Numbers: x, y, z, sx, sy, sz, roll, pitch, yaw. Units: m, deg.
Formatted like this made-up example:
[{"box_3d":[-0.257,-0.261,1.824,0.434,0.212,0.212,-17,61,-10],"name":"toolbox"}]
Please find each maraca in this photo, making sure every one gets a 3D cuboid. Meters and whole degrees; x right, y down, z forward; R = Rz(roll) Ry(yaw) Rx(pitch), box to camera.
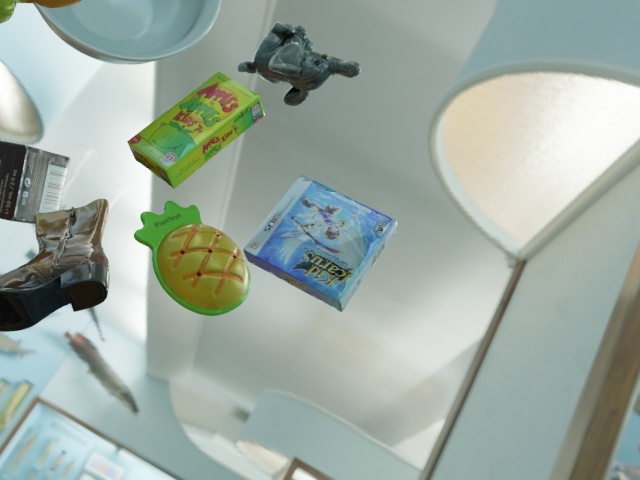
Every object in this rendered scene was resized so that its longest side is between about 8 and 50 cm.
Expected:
[{"box_3d":[-0.173,0.023,1.136,0.185,0.127,0.099,51,-40,14],"name":"maraca"}]

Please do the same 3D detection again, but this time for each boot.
[{"box_3d":[-0.509,0.024,1.492,0.280,0.264,0.096,-112,-174,-51],"name":"boot"}]

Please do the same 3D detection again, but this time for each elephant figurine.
[{"box_3d":[-0.052,-0.407,1.970,0.169,0.186,0.239,13,30,-36],"name":"elephant figurine"}]

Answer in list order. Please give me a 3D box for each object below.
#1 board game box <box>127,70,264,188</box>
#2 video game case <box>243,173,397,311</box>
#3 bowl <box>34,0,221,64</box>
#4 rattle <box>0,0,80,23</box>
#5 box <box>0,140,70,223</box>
[{"box_3d":[-0.180,-0.164,1.215,0.092,0.181,0.043,35,-24,30],"name":"board game box"},{"box_3d":[0.000,0.000,1.928,0.269,0.244,0.061,27,-23,21],"name":"video game case"},{"box_3d":[-0.308,-0.382,1.257,0.298,0.298,0.134,36,-26,-12],"name":"bowl"},{"box_3d":[-0.398,-0.346,0.992,0.200,0.143,0.130,31,-35,27],"name":"rattle"},{"box_3d":[-0.698,-0.133,1.849,0.203,0.168,0.167,11,0,16],"name":"box"}]
